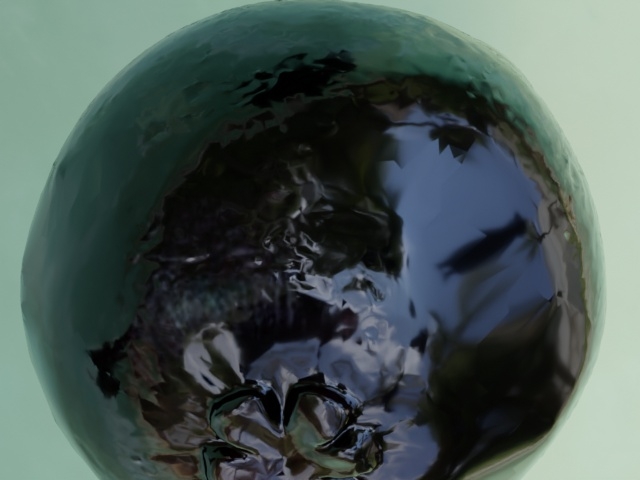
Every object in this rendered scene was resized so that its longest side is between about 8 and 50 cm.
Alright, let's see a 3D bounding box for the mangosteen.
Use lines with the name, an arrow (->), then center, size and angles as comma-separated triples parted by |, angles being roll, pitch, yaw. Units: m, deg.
mangosteen -> 0.000, 0.000, 1.162 | 0.382, 0.435, 0.382 | 4, 127, 5
